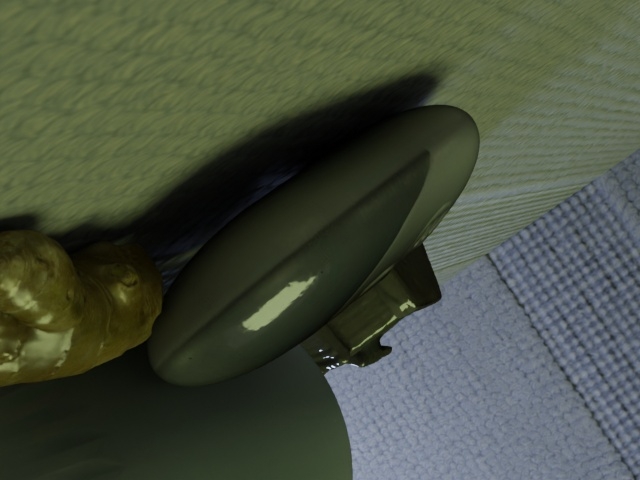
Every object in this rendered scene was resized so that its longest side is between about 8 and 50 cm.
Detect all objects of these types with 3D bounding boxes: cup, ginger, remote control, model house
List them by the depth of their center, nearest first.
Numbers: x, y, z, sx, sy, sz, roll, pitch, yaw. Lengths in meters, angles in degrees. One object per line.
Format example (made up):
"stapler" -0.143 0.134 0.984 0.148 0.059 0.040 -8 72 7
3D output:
"ginger" -0.167 0.049 0.779 0.115 0.081 0.205 -64 159 4
"remote control" 0.000 0.000 0.954 0.332 0.103 0.221 -36 174 -45
"cup" -0.171 0.199 0.993 0.253 0.253 0.371 -39 162 34
"model house" 0.039 0.068 1.395 0.188 0.122 0.229 -48 171 15
